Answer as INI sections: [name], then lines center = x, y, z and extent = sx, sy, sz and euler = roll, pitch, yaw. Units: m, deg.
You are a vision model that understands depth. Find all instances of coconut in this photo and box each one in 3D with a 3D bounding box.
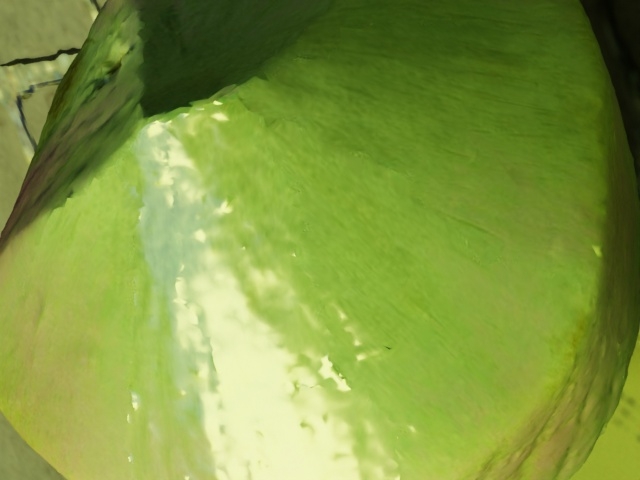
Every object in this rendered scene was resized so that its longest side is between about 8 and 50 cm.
[coconut]
center = 0.000, 0.000, 0.581
extent = 0.204, 0.236, 0.236
euler = 59, 142, 25

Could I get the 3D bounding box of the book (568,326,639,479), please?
[book]
center = 0.149, 0.198, 0.745
extent = 0.239, 0.035, 0.352
euler = 36, 135, 15
